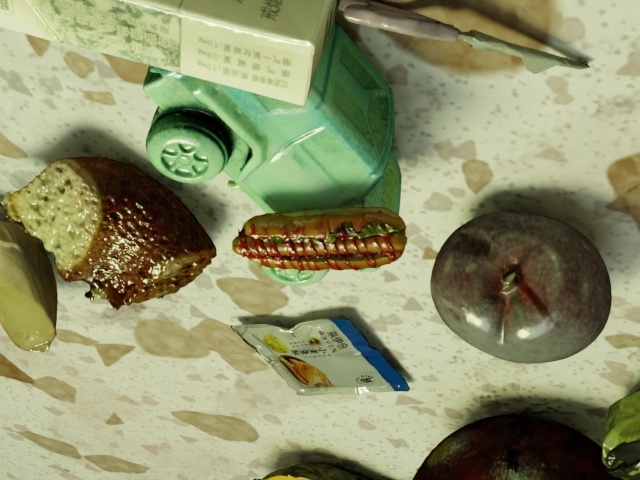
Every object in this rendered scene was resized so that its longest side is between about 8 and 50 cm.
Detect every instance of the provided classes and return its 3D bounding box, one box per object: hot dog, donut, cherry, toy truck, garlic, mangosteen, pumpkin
[{"bbox_3d":[0.000,0.001,0.942,0.144,0.038,0.062,-2,135,2],"label":"hot dog"},{"bbox_3d":[-0.213,-0.020,1.205,0.187,0.144,0.126,53,134,2],"label":"donut"},{"bbox_3d":[0.195,0.048,1.092,0.176,0.140,0.176,11,170,2],"label":"cherry"},{"bbox_3d":[-0.028,-0.092,0.979,0.156,0.155,0.279,-20,131,31],"label":"toy truck"},{"bbox_3d":[-0.364,0.036,1.348,0.086,0.101,0.196,-18,134,-4],"label":"garlic"},{"bbox_3d":[0.241,0.354,1.384,0.311,0.311,0.311,12,145,8],"label":"mangosteen"},{"bbox_3d":[0.027,0.364,1.658,0.278,0.111,0.163,-2,128,26],"label":"pumpkin"}]

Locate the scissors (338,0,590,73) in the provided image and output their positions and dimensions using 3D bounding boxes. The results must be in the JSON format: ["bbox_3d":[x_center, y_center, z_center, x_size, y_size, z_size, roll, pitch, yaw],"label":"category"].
[{"bbox_3d":[0.114,-0.157,0.905,0.212,0.110,0.021,14,106,-15],"label":"scissors"}]

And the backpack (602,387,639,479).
[{"bbox_3d":[0.426,0.219,1.226,0.207,0.140,0.253,37,142,-25],"label":"backpack"}]

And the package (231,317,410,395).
[{"bbox_3d":[0.000,0.143,1.404,0.173,0.027,0.171,-5,140,35],"label":"package"}]

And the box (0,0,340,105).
[{"bbox_3d":[-0.110,-0.208,0.837,0.256,0.164,0.069,15,147,3],"label":"box"}]
